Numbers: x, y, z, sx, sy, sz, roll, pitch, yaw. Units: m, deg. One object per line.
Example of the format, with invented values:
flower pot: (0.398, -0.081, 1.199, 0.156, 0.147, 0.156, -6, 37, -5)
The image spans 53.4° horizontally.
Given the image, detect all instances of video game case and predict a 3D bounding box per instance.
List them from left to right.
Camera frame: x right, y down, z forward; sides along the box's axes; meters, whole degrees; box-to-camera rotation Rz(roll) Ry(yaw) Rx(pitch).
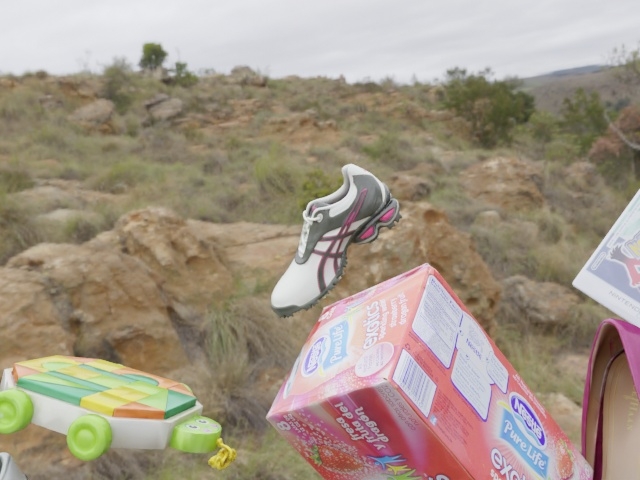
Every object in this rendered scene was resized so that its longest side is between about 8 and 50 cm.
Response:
video game case: (0.444, 0.024, 0.777, 0.183, 0.201, 0.023, 40, 14, 35)

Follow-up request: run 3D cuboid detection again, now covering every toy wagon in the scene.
toy wagon: (-0.277, 0.243, 0.917, 0.345, 0.068, 0.267, 12, 0, 14)

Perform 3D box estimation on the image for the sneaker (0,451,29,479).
sneaker: (-0.505, 0.373, 0.767, 0.123, 0.146, 0.331, -8, 8, 28)

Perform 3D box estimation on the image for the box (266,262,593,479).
box: (0.116, 0.191, 0.594, 0.142, 0.300, 0.154, -27, 21, 38)

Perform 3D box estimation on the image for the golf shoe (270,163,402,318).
golf shoe: (0.000, 0.000, 1.022, 0.273, 0.120, 0.105, -48, 28, -2)

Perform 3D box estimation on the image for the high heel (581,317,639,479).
high heel: (0.293, 0.273, 0.652, 0.127, 0.181, 0.377, -14, 46, 49)
